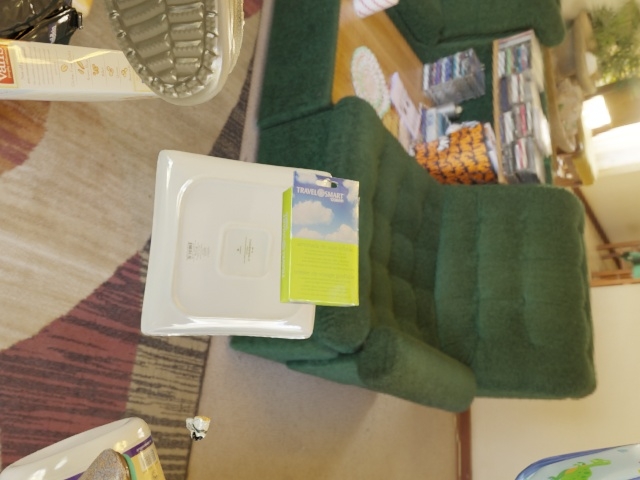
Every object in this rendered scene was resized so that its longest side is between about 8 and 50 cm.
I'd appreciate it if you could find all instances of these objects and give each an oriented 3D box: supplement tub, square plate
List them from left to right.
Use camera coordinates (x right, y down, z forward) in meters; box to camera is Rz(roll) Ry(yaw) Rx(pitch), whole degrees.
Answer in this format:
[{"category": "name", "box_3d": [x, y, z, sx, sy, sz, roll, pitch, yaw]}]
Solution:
[{"category": "supplement tub", "box_3d": [-0.357, 0.489, 0.915, 0.241, 0.241, 0.331, -11, 80, -56]}, {"category": "square plate", "box_3d": [-0.149, 0.021, 1.073, 0.344, 0.049, 0.347, 5, 94, -23]}]

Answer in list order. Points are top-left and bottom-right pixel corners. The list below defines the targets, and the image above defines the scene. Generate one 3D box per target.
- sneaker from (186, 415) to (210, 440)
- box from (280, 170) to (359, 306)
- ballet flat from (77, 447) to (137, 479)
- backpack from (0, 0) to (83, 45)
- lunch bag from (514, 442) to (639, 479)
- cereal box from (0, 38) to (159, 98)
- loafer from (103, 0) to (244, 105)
[{"category": "sneaker", "box_3d": [-0.211, 0.320, 0.944, 0.032, 0.083, 0.037, 16, 62, -19]}, {"category": "box", "box_3d": [0.000, 0.000, 0.780, 0.109, 0.042, 0.178, 7, 77, -25]}, {"category": "ballet flat", "box_3d": [-0.233, 0.333, 0.476, 0.106, 0.107, 0.316, 6, 100, -40]}, {"category": "backpack", "box_3d": [-0.555, -0.354, 0.855, 0.273, 0.290, 0.355, 17, 50, -11]}, {"category": "lunch bag", "box_3d": [0.245, 0.268, 0.411, 0.090, 0.176, 0.219, 140, -59, -78]}, {"category": "cereal box", "box_3d": [-0.274, -0.166, 0.564, 0.240, 0.173, 0.047, -23, 115, -60]}, {"category": "loafer", "box_3d": [-0.100, -0.233, 0.392, 0.092, 0.102, 0.268, -34, 119, -63]}]
